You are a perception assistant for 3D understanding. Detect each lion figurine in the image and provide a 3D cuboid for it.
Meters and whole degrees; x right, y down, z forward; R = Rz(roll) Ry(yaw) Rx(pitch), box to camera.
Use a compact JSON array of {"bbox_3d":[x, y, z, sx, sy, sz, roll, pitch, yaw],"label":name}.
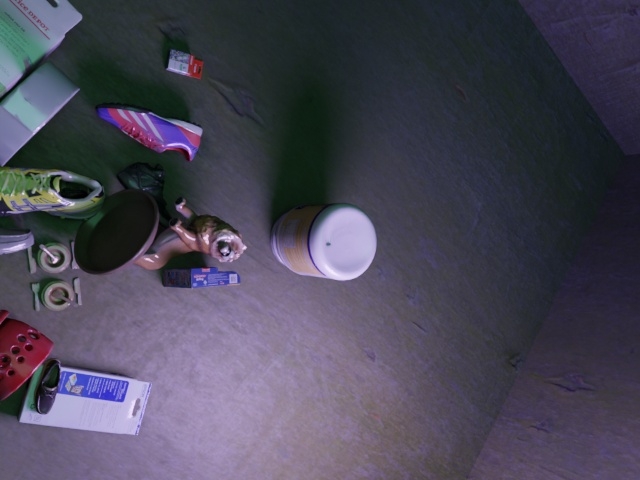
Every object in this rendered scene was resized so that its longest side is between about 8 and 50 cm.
[{"bbox_3d":[-0.435,0.009,1.787,0.240,0.392,0.142,55,28,-51],"label":"lion figurine"}]

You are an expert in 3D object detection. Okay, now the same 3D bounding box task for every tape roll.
[{"bbox_3d":[-0.749,-0.323,1.538,0.100,0.286,0.286,46,69,-24],"label":"tape roll"}]

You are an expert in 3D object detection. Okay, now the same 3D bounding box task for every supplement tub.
[{"bbox_3d":[0.000,0.000,1.977,0.241,0.331,0.241,-1,92,-32],"label":"supplement tub"}]

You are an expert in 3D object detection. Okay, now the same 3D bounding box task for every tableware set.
[{"bbox_3d":[-0.740,0.102,1.697,0.128,0.039,0.194,-7,95,-31],"label":"tableware set"}]

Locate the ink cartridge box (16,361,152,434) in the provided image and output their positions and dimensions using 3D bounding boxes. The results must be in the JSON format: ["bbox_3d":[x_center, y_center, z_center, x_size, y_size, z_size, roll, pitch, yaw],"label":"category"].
[{"bbox_3d":[-0.670,0.455,1.736,0.332,0.065,0.165,19,80,-29],"label":"ink cartridge box"}]

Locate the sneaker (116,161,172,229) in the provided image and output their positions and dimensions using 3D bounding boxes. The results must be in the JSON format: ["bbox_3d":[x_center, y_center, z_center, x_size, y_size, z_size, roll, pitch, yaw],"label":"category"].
[{"bbox_3d":[-0.489,-0.142,1.817,0.130,0.087,0.227,-41,106,-17],"label":"sneaker"}]

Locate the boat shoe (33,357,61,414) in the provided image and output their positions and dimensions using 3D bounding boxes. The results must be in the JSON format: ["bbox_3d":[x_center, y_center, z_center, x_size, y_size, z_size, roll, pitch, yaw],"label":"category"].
[{"bbox_3d":[-0.735,0.397,1.630,0.056,0.049,0.152,10,86,-31],"label":"boat shoe"}]

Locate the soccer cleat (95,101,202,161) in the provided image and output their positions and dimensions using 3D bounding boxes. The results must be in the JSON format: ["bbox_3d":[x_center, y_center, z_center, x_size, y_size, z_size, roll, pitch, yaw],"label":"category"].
[{"bbox_3d":[-0.508,-0.324,1.794,0.318,0.108,0.116,11,89,-34],"label":"soccer cleat"}]

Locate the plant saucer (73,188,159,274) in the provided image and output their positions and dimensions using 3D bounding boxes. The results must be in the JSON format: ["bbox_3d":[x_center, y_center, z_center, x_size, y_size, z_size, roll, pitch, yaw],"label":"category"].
[{"bbox_3d":[-0.563,-0.022,1.688,0.278,0.278,0.041,-59,145,-16],"label":"plant saucer"}]

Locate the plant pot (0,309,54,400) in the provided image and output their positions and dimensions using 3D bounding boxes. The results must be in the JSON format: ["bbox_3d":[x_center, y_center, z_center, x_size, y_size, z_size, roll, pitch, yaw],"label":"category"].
[{"bbox_3d":[-0.823,0.287,1.565,0.174,0.191,0.191,49,68,-20],"label":"plant pot"}]

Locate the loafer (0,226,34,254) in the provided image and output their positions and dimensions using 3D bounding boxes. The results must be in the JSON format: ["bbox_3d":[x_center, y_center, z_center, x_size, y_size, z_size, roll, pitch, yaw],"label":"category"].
[{"bbox_3d":[-0.904,-0.023,1.543,0.319,0.112,0.111,0,103,-37],"label":"loafer"}]

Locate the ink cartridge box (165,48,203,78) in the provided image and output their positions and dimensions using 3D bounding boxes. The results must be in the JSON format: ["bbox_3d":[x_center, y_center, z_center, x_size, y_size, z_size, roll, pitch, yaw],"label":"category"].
[{"bbox_3d":[-0.419,-0.549,1.883,0.115,0.029,0.063,9,86,-31],"label":"ink cartridge box"}]

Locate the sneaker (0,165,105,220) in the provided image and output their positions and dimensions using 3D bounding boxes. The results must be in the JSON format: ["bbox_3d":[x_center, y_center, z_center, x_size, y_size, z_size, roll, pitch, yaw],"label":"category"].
[{"bbox_3d":[-0.764,-0.145,1.596,0.384,0.147,0.145,0,71,-36],"label":"sneaker"}]

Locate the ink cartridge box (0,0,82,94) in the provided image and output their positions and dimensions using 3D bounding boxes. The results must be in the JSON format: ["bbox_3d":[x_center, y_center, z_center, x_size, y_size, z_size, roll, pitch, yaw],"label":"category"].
[{"bbox_3d":[-0.827,-0.536,1.581,0.207,0.119,0.353,47,69,-23],"label":"ink cartridge box"}]

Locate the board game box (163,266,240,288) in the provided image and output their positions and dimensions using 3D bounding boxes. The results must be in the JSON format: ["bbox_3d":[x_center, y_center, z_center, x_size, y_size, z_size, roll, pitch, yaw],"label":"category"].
[{"bbox_3d":[-0.381,0.112,1.852,0.194,0.194,0.060,0,88,-52],"label":"board game box"}]
